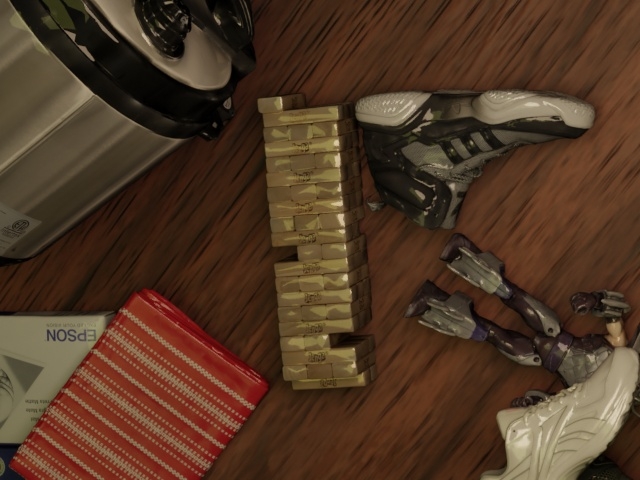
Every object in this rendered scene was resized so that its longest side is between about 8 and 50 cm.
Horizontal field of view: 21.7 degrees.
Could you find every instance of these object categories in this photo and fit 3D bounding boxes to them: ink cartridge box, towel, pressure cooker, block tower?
[{"bbox_3d":[-0.351,0.198,2.037,0.223,0.045,0.224,-2,96,17],"label":"ink cartridge box"},{"bbox_3d":[-0.213,0.215,1.972,0.199,0.031,0.275,37,98,-3],"label":"towel"},{"bbox_3d":[-0.288,-0.214,1.802,0.420,0.370,0.375,-36,89,21],"label":"pressure cooker"},{"bbox_3d":[0.000,0.000,1.885,0.097,0.091,0.335,-5,95,17],"label":"block tower"}]

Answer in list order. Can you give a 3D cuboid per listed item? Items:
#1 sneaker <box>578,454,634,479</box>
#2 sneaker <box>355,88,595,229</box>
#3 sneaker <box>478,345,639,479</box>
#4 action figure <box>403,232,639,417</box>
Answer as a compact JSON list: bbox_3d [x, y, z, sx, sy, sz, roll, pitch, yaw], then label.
[{"bbox_3d":[0.232,0.311,1.855,0.130,0.087,0.227,44,103,10],"label":"sneaker"},{"bbox_3d":[0.168,-0.088,1.822,0.269,0.101,0.153,2,98,22],"label":"sneaker"},{"bbox_3d":[0.246,0.197,1.758,0.115,0.090,0.232,35,98,8],"label":"sneaker"},{"bbox_3d":[0.240,0.111,1.824,0.285,0.099,0.185,31,99,8],"label":"action figure"}]
